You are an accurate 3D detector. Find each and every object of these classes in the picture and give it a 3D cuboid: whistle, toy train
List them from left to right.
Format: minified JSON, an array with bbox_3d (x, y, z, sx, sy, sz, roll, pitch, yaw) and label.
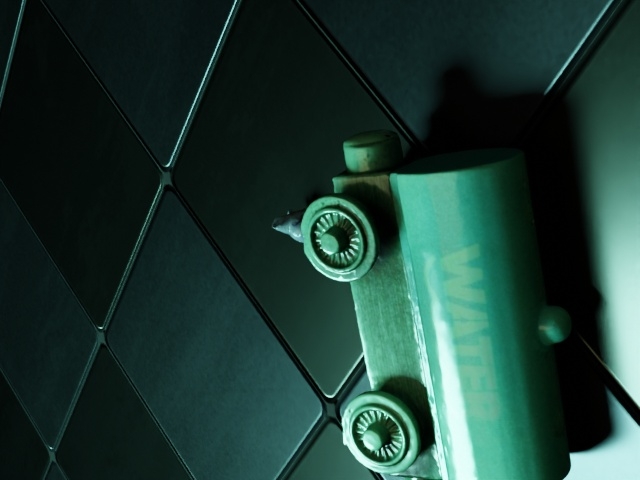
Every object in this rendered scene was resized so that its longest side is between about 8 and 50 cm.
[{"bbox_3d":[0.000,0.000,0.878,0.083,0.033,0.029,34,137,37],"label":"whistle"},{"bbox_3d":[0.082,0.051,0.763,0.159,0.101,0.248,-1,106,35],"label":"toy train"}]
